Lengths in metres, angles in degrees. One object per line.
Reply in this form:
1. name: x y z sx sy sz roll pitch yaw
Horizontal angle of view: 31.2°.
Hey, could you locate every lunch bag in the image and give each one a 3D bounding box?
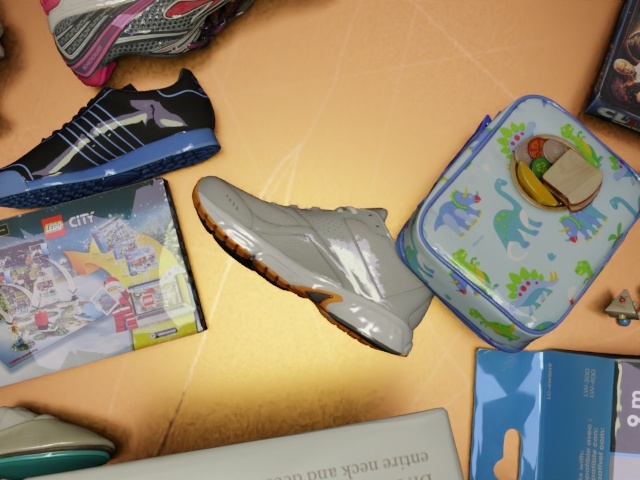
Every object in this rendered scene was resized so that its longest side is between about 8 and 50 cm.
1. lunch bag: 0.189 -0.021 1.086 0.176 0.090 0.219 40 67 2

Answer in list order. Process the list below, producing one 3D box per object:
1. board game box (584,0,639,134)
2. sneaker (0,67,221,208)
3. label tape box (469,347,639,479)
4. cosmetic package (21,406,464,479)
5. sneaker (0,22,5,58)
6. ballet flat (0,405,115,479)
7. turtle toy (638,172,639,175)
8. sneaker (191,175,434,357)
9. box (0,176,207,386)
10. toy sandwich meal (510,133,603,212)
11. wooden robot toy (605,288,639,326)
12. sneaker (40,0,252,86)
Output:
1. board game box: 0.377 -0.208 1.124 0.165 0.042 0.243 21 78 1
2. sneaker: -0.217 -0.099 1.128 0.232 0.081 0.090 -16 80 -4
3. label tape box: 0.321 0.236 1.093 0.347 0.115 0.249 4 89 -2
4. cosmetic package: -0.047 0.373 0.918 0.329 0.327 0.394 -7 74 -12
5. sneaker: -0.362 -0.217 1.124 0.111 0.103 0.252 4 94 -4
6. ballet flat: -0.325 0.203 1.117 0.248 0.086 0.086 -15 88 1
7. turtle toy: 0.368 -0.036 1.125 0.130 0.066 0.095 19 88 1
8. sneaker: 0.000 0.000 1.120 0.262 0.099 0.121 34 81 -6
9. box: -0.245 0.044 1.135 0.233 0.044 0.159 -15 88 0
10. toy sandwich meal: 0.214 -0.062 1.043 0.085 0.029 0.086 3 69 -9
11. wooden robot toy: 0.366 0.052 1.124 0.173 0.076 0.079 10 77 0
12. sneaker: -0.117 -0.242 1.118 0.299 0.121 0.112 -16 102 7
